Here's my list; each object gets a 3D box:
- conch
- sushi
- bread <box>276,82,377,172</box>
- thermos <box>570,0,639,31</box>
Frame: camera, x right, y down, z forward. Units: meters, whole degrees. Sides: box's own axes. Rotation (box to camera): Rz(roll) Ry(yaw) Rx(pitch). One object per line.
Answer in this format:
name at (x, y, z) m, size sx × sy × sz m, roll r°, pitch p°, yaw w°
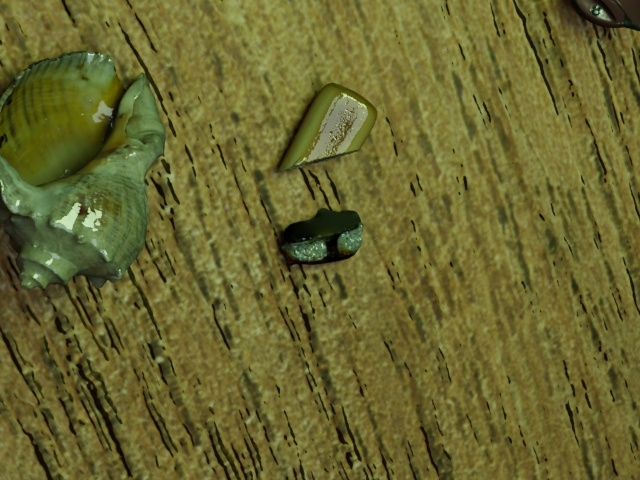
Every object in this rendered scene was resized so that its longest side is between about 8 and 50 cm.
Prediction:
conch at (-0.219, -0.065, 1.490) m, size 0.178 × 0.163 × 0.245 m, roll 56°, pitch 50°, yaw -41°
sushi at (0.000, 0.000, 1.666) m, size 0.083 × 0.044 × 0.046 m, roll -11°, pitch 131°, yaw -17°
bread at (0.009, -0.097, 1.627) m, size 0.062 × 0.049 × 0.103 m, roll 27°, pitch 96°, yaw -7°
thermos at (0.326, -0.367, 1.649) m, size 0.136 × 0.109 × 0.330 m, roll 23°, pitch 95°, yaw -27°
